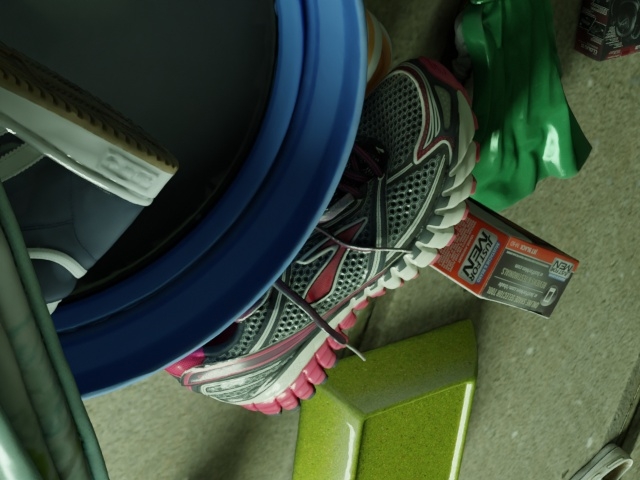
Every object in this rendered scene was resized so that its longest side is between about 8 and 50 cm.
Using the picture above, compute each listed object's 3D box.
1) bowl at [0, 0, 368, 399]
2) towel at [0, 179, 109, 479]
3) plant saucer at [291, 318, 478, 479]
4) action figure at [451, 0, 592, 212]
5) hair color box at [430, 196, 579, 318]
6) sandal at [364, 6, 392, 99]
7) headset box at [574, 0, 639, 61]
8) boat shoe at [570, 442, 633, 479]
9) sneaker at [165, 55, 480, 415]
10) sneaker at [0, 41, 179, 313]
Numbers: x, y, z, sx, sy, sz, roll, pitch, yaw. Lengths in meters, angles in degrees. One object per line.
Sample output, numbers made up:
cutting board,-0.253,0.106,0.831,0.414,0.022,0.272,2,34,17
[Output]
bowl,-0.162,-0.081,0.867,0.391,0.077,0.391,-14,125,-22
towel,-0.285,0.043,0.717,0.090,0.321,0.374,-70,157,-45
plant saucer,0.064,0.178,1.306,0.188,0.045,0.188,-15,125,-35
action figure,0.143,-0.130,1.165,0.137,0.063,0.232,-33,138,-19
hair color box,0.099,-0.007,1.127,0.093,0.167,0.053,18,103,-47
sandal,-0.032,-0.134,0.995,0.265,0.076,0.102,22,100,-48
headset box,0.246,-0.188,1.243,0.062,0.032,0.083,-17,127,-33
boat shoe,0.285,0.255,1.561,0.100,0.035,0.035,-42,137,-14
sneaker,0.000,0.000,1.061,0.112,0.121,0.299,21,110,-42
sneaker,-0.214,-0.039,0.750,0.282,0.099,0.153,29,101,-42
